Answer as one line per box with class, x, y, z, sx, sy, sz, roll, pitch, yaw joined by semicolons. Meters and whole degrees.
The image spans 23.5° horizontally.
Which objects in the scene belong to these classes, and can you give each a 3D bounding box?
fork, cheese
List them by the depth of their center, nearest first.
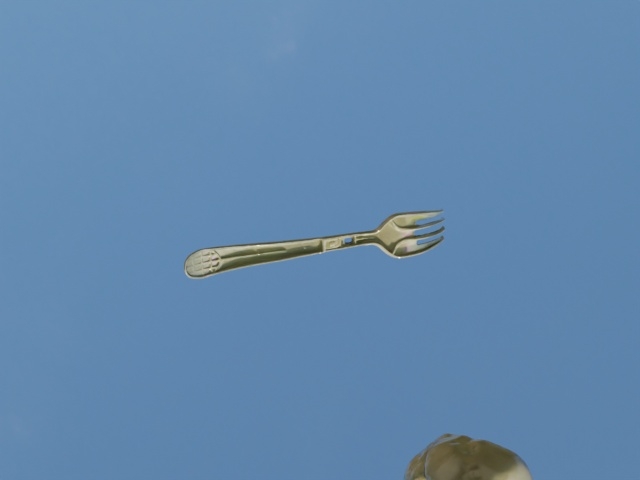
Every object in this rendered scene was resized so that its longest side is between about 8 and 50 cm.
cheese;0.110;0.170;0.780;0.065;0.194;0.043;-3;-136;47
fork;0.003;0.002;1.095;0.219;0.034;0.028;-8;-161;-29
